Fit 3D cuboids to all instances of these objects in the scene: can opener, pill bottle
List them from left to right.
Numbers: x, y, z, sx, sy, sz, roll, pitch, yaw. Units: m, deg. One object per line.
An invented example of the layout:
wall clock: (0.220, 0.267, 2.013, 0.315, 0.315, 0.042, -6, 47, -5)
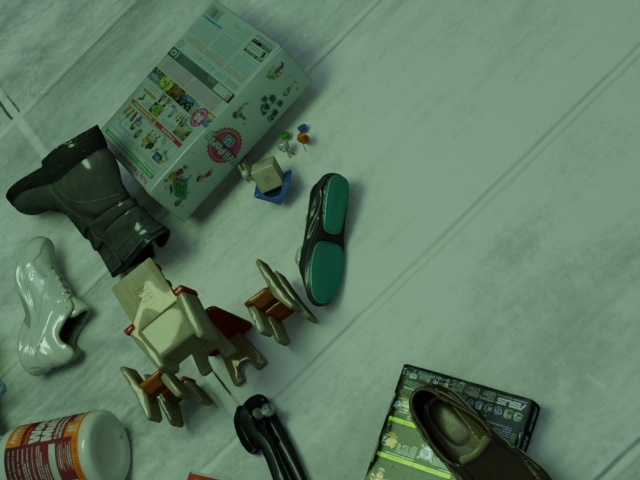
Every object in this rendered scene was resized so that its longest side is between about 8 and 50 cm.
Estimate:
pill bottle: (-0.408, 0.331, 1.686, 0.221, 0.121, 0.121, -14, 64, 21)
can opener: (-0.061, 0.297, 1.576, 0.059, 0.073, 0.186, -19, 57, -27)

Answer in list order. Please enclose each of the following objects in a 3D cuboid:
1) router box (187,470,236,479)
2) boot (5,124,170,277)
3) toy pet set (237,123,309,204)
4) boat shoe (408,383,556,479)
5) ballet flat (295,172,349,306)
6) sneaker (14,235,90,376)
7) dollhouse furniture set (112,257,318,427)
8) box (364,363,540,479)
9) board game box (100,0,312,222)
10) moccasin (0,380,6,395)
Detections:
router box: (-0.080, 0.457, 1.344, 0.082, 0.335, 0.301, 6, 72, 27)
boot: (-0.380, -0.032, 1.809, 0.118, 0.338, 0.222, -36, 97, -28)
toy pet set: (-0.065, -0.111, 1.751, 0.122, 0.065, 0.114, -22, 26, 13)
boat shoe: (0.198, 0.274, 1.375, 0.257, 0.095, 0.095, 40, 89, 30)
ballet flat: (0.000, 0.000, 1.660, 0.074, 0.074, 0.203, 2, 77, 27)
sneaker: (-0.426, 0.100, 1.822, 0.115, 0.090, 0.232, -12, 73, 14)
dollhouse furniture set: (-0.173, 0.121, 1.577, 0.262, 0.259, 0.135, -38, 67, 6)
box: (0.170, 0.273, 1.471, 0.191, 0.045, 0.184, 12, 78, 29)
board game box: (-0.192, -0.211, 1.797, 0.303, 0.097, 0.224, -47, 44, 0)
moccasin: (-0.571, 0.291, 1.787, 0.138, 0.117, 0.342, 160, 114, -65)
